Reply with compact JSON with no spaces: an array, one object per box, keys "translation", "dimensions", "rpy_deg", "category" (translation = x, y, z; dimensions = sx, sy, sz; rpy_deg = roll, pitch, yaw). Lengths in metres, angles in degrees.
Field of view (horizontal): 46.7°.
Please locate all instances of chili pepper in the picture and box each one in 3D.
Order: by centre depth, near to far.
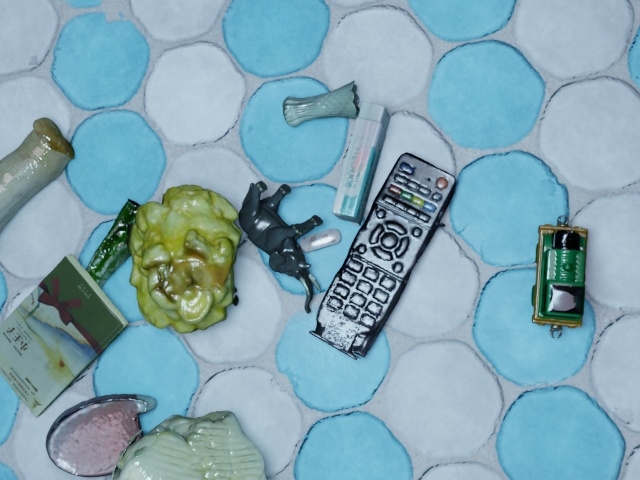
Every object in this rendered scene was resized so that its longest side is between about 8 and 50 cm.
[{"translation":[-0.417,0.028,1.514],"dimensions":[0.088,0.059,0.227],"rpy_deg":[34,92,6],"category":"chili pepper"}]

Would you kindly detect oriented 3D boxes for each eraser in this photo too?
[{"translation":[0.080,-0.147,1.437],"dimensions":[0.052,0.095,0.225],"rpy_deg":[15,87,14],"category":"eraser"}]

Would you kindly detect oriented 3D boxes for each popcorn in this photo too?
[{"translation":[-0.253,0.036,1.411],"dimensions":[0.215,0.252,0.286],"rpy_deg":[2,93,-32],"category":"popcorn"}]

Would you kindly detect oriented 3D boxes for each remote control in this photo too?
[{"translation":[0.126,0.032,1.429],"dimensions":[0.144,0.062,0.399],"rpy_deg":[28,87,9],"category":"remote control"}]

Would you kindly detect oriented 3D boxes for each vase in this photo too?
[{"translation":[0.001,-0.266,1.474],"dimensions":[0.148,0.081,0.081],"rpy_deg":[-8,83,11],"category":"vase"}]

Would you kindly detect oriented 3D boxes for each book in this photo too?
[{"translation":[-0.543,0.194,1.509],"dimensions":[0.289,0.026,0.201],"rpy_deg":[-45,80,11],"category":"book"}]

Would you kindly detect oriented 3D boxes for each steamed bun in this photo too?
[{"translation":[-0.244,0.471,1.360],"dimensions":[0.268,0.207,0.280],"rpy_deg":[-23,72,-38],"category":"steamed bun"}]

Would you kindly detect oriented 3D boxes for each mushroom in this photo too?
[{"translation":[-0.650,-0.099,1.546],"dimensions":[0.122,0.095,0.351],"rpy_deg":[38,92,-7],"category":"mushroom"}]

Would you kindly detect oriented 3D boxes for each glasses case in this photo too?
[{"translation":[0.000,0.000,1.471],"dimensions":[0.083,0.021,0.032],"rpy_deg":[-16,80,7],"category":"glasses case"}]

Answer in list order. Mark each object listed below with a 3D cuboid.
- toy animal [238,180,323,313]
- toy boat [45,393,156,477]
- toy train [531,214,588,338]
[{"translation":[-0.062,0.000,1.436],"dimensions":[0.137,0.082,0.269],"rpy_deg":[-42,80,38],"category":"toy animal"},{"translation":[-0.429,0.385,1.477],"dimensions":[0.227,0.085,0.155],"rpy_deg":[-14,91,-4],"category":"toy boat"},{"translation":[0.437,0.065,1.342],"dimensions":[0.091,0.136,0.228],"rpy_deg":[5,87,9],"category":"toy train"}]
